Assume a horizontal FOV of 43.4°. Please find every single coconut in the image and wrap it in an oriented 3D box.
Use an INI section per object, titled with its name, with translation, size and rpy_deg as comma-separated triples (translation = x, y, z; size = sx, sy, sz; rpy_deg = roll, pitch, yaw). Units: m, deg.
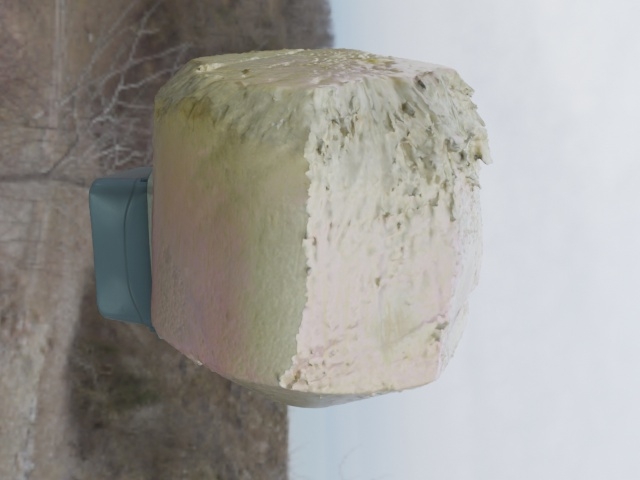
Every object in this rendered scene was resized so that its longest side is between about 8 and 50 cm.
[coconut]
translation = 0.000, 0.000, 0.700
size = 0.297, 0.297, 0.310
rpy_deg = -96, -174, -70

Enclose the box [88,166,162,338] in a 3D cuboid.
[box]
translation = -0.211, 0.003, 1.059
size = 0.162, 0.130, 0.227
rpy_deg = -37, 129, -67
